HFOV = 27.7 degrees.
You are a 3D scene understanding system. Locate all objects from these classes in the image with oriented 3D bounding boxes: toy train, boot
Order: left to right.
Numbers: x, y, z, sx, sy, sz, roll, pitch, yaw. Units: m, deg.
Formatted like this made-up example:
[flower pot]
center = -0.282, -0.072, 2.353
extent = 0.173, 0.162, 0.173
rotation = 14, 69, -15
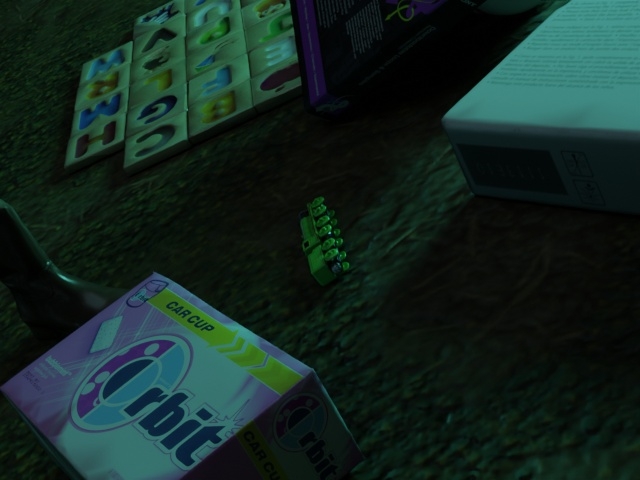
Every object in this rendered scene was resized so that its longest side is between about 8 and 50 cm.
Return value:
[boot]
center = -0.172, 0.012, 0.813
extent = 0.106, 0.114, 0.037
rotation = -11, 34, 29
[toy train]
center = 0.000, 0.000, 0.786
extent = 0.024, 0.017, 0.083
rotation = -34, 28, 11

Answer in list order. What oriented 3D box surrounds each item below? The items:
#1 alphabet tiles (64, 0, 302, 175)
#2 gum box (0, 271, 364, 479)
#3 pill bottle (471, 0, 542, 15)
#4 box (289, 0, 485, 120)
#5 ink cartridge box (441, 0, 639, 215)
[alphabet tiles]
center = -0.091, -0.170, 1.143
extent = 0.285, 0.011, 0.342
rotation = -24, 29, 7
[gum box]
center = -0.079, 0.090, 0.660
extent = 0.107, 0.062, 0.188
rotation = -38, 31, -18
[pill bottle]
center = 0.115, -0.217, 0.940
extent = 0.108, 0.108, 0.180
rotation = -41, 31, -22
[box]
center = 0.042, -0.172, 0.902
extent = 0.162, 0.029, 0.116
rotation = -35, 52, 40
[ink cartridge box]
center = 0.239, -0.105, 0.706
extent = 0.239, 0.060, 0.275
rotation = -43, 32, -27
